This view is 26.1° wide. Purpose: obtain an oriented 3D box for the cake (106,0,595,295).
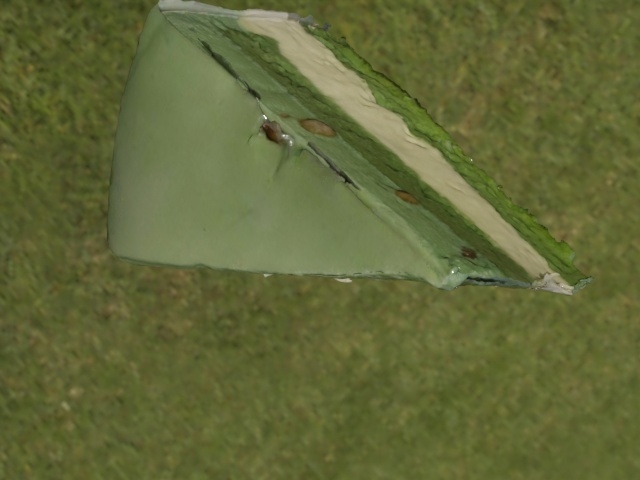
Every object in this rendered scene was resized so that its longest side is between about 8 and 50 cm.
[{"bbox_3d":[0.004,0.002,0.824,0.158,0.283,0.172,-3,127,-45],"label":"cake"}]
